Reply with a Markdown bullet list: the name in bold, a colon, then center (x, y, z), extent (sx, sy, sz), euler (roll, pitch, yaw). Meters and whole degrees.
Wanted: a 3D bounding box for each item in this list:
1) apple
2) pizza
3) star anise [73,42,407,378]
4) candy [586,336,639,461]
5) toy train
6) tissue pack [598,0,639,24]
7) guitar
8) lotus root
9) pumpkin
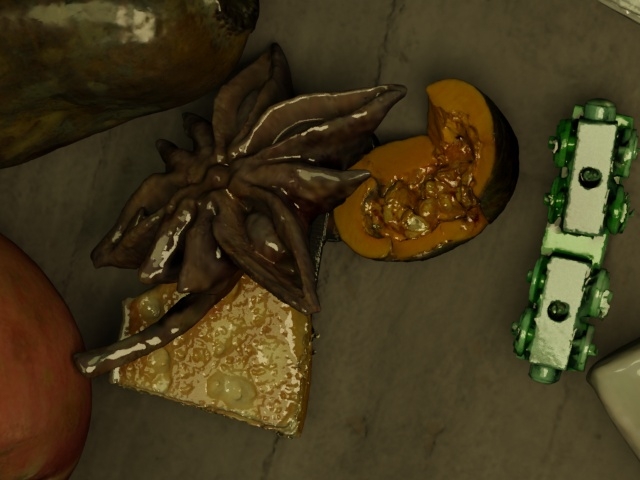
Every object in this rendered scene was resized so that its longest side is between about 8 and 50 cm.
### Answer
- **apple**: center (-0.400, 0.140, 1.569), extent (0.364, 0.364, 0.364), euler (2, 96, 16)
- **pizza**: center (-0.089, 0.072, 1.610), extent (0.188, 0.080, 0.204), euler (9, 89, 13)
- **star anise**: center (-0.075, -0.029, 1.522), extent (0.292, 0.109, 0.349), euler (-7, 54, 45)
- **candy**: center (0.428, 0.107, 1.426), extent (0.359, 0.145, 0.208), euler (-32, 87, 17)
- **toy train**: center (0.222, 0.000, 1.489), extent (0.085, 0.119, 0.251), euler (14, 98, 8)
- **tissue pack**: center (0.312, -0.228, 1.381), extent (0.159, 0.229, 0.145), euler (31, 102, 12)
- **guitar**: center (0.000, 0.000, 1.602), extent (0.088, 0.025, 0.233), euler (10, 99, 16)
- **lotus root**: center (-0.232, -0.204, 1.543), extent (0.346, 0.250, 0.250), euler (-12, 92, 16)
- **pumpkin**: center (0.107, -0.053, 1.522), extent (0.183, 0.108, 0.119), euler (-39, 61, 25)
